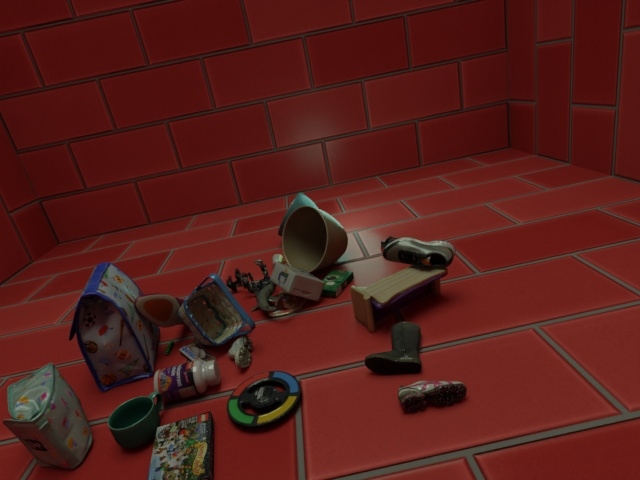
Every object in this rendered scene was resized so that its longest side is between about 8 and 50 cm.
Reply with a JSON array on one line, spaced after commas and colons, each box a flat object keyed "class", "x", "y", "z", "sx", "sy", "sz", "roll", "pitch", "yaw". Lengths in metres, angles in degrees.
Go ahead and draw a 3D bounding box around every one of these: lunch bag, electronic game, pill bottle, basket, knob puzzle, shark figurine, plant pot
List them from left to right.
[{"class": "lunch bag", "x": -0.795, "y": 0.529, "z": 1.218, "sx": 0.160, "sy": 0.224, "sz": 0.262, "roll": -30, "pitch": 29, "yaw": -27}, {"class": "lunch bag", "x": -0.784, "y": 0.302, "z": 1.565, "sx": 0.238, "sy": 0.386, "sz": 0.328, "roll": -17, "pitch": 22, "yaw": -13}, {"class": "pill bottle", "x": -0.435, "y": 0.457, "z": 1.366, "sx": 0.193, "sy": 0.108, "sz": 0.108, "roll": -14, "pitch": 21, "yaw": -5}, {"class": "basket", "x": -0.396, "y": 0.266, "z": 1.571, "sx": 0.289, "sy": 0.255, "sz": 0.201, "roll": -28, "pitch": 9, "yaw": 47}, {"class": "electronic game", "x": -0.171, "y": 0.478, "z": 1.259, "sx": 0.229, "sy": 0.048, "sz": 0.229, "roll": -10, "pitch": 22, "yaw": 4}, {"class": "shark figurine", "x": -0.237, "y": 0.243, "z": 1.749, "sx": 0.166, "sy": 0.116, "sz": 0.278, "roll": -34, "pitch": 21, "yaw": -11}, {"class": "knob puzzle", "x": -0.160, "y": 0.272, "z": 1.802, "sx": 0.213, "sy": 0.030, "sz": 0.213, "roll": -10, "pitch": 22, "yaw": 4}, {"class": "plant pot", "x": -0.100, "y": -0.116, "z": 2.483, "sx": 0.195, "sy": 0.290, "sz": 0.290, "roll": 27, "pitch": 28, "yaw": 3}]

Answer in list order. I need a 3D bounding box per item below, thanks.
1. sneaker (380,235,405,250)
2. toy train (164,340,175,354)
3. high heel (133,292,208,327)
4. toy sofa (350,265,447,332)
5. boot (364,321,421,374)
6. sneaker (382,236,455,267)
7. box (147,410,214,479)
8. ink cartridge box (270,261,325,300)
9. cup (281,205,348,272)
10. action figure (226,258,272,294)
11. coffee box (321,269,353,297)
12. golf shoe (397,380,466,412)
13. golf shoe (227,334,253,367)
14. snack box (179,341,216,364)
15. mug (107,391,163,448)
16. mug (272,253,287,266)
[{"class": "sneaker", "x": 0.381, "y": 0.004, "z": 2.146, "sx": 0.157, "sy": 0.065, "sz": 0.061, "roll": -20, "pitch": 23, "yaw": -20}, {"class": "toy train", "x": -0.604, "y": 0.429, "z": 1.656, "sx": 0.023, "sy": 0.017, "sz": 0.083, "roll": -20, "pitch": 21, "yaw": 5}, {"class": "high heel", "x": -0.624, "y": 0.281, "z": 1.686, "sx": 0.181, "sy": 0.377, "sz": 0.127, "roll": 12, "pitch": 73, "yaw": 36}, {"class": "toy sofa", "x": 0.307, "y": 0.202, "z": 1.566, "sx": 0.362, "sy": 0.150, "sz": 0.177, "roll": -22, "pitch": 27, "yaw": -26}, {"class": "boot", "x": 0.241, "y": 0.341, "z": 1.352, "sx": 0.189, "sy": 0.076, "sz": 0.208, "roll": 5, "pitch": 30, "yaw": 5}, {"class": "sneaker", "x": 0.368, "y": 0.053, "z": 1.575, "sx": 0.271, "sy": 0.100, "sz": 0.108, "roll": 0, "pitch": 31, "yaw": 22}, {"class": "box", "x": -0.370, "y": 0.577, "z": 1.114, "sx": 0.159, "sy": 0.044, "sz": 0.233, "roll": -15, "pitch": 21, "yaw": -8}, {"class": "ink cartridge box", "x": -0.103, "y": 0.177, "z": 1.802, "sx": 0.154, "sy": 0.093, "sz": 0.212, "roll": 18, "pitch": 4, "yaw": -31}, {"class": "cup", "x": 0.000, "y": 0.000, "z": 2.083, "sx": 0.236, "sy": 0.331, "sz": 0.331, "roll": 3, "pitch": 6, "yaw": -44}, {"class": "action figure", "x": -0.321, "y": 0.180, "z": 1.973, "sx": 0.275, "sy": 0.141, "sz": 0.164, "roll": -3, "pitch": 21, "yaw": 31}, {"class": "coffee box", "x": 0.063, "y": 0.193, "z": 1.869, "sx": 0.113, "sy": 0.041, "sz": 0.184, "roll": 2, "pitch": 25, "yaw": 31}, {"class": "golf shoe", "x": 0.305, "y": 0.412, "z": 1.145, "sx": 0.186, "sy": 0.068, "sz": 0.086, "roll": -11, "pitch": 20, "yaw": 3}, {"class": "golf shoe", "x": -0.295, "y": 0.413, "z": 1.495, "sx": 0.086, "sy": 0.069, "sz": 0.176, "roll": -28, "pitch": 15, "yaw": 5}, {"class": "snack box", "x": -0.465, "y": 0.433, "z": 1.563, "sx": 0.064, "sy": 0.022, "sz": 0.178, "roll": -29, "pitch": 27, "yaw": -35}, {"class": "mug", "x": -0.531, "y": 0.538, "z": 1.228, "sx": 0.157, "sy": 0.097, "sz": 0.129, "roll": -22, "pitch": 23, "yaw": -27}, {"class": "mug", "x": -0.221, "y": 0.112, "z": 2.204, "sx": 0.078, "sy": 0.062, "sz": 0.064, "roll": -16, "pitch": 28, "yaw": 8}]
